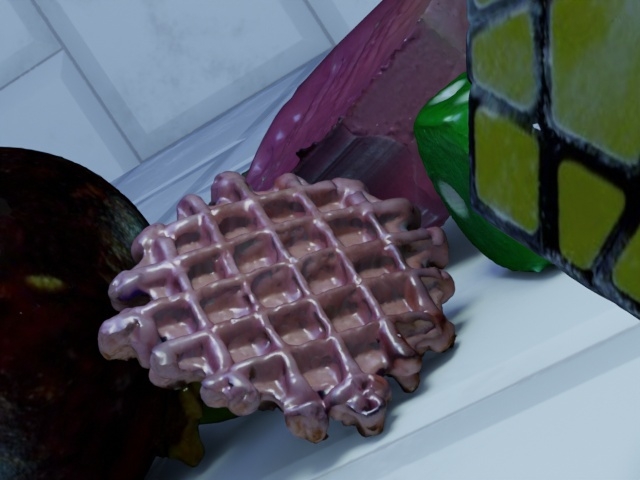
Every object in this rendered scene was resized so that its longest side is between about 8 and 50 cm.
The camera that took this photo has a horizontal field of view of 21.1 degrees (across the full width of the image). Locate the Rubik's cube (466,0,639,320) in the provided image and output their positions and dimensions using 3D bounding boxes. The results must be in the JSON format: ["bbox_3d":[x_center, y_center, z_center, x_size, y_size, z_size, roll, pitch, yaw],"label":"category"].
[{"bbox_3d":[0.207,-0.077,0.659,0.319,0.264,0.319,-34,9,6],"label":"Rubik's cube"}]

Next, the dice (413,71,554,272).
[{"bbox_3d":[0.149,-0.062,1.153,0.128,0.131,0.120,-34,10,-14],"label":"dice"}]

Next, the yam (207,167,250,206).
[{"bbox_3d":[-0.072,-0.035,1.867,0.083,0.083,0.371,-28,11,28],"label":"yam"}]

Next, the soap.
[{"bbox_3d":[0.059,-0.090,1.337,0.325,0.127,0.220,-41,19,44],"label":"soap"}]

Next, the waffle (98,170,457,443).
[{"bbox_3d":[-0.019,0.031,1.111,0.221,0.055,0.234,18,41,15],"label":"waffle"}]

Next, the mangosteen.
[{"bbox_3d":[-0.202,0.096,1.226,0.306,0.359,0.306,-55,22,35],"label":"mangosteen"}]
